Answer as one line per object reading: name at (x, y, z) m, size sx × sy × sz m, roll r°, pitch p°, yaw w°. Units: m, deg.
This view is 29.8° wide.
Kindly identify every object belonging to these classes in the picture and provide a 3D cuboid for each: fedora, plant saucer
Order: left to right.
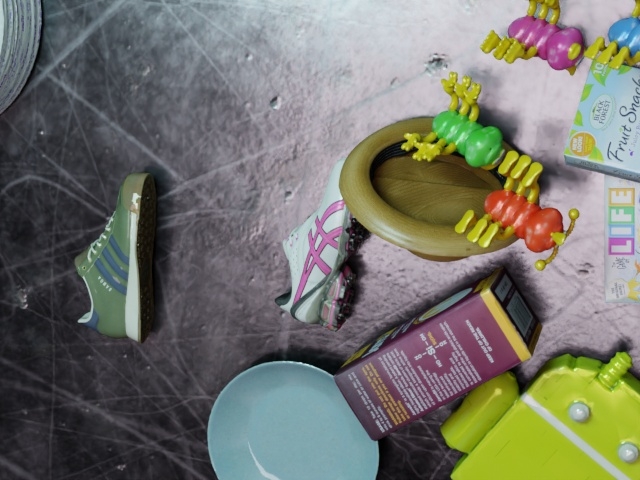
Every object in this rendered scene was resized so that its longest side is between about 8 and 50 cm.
plant saucer at (-0.027, 0.220, 1.312) m, size 0.194 × 0.037 × 0.195 m, roll 4°, pitch 103°, yaw 15°
fedora at (0.113, -0.036, 1.175) m, size 0.194 × 0.194 × 0.079 m, roll 19°, pitch 141°, yaw 12°

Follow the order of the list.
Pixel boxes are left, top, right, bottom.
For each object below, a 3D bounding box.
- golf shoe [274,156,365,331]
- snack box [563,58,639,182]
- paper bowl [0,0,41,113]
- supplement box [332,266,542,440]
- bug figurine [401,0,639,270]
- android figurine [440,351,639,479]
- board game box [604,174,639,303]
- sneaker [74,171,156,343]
golf shoe at (0.000, 0.000, 1.241) m, size 0.086 × 0.067 × 0.186 m, roll 16°, pitch 106°, yaw 14°
snack box at (0.310, -0.104, 1.121) m, size 0.141 × 0.037 × 0.100 m, roll 16°, pitch 80°, yaw 18°
paper bowl at (-0.456, -0.243, 1.282) m, size 0.284 × 0.148 × 0.284 m, roll 3°, pitch 103°, yaw 14°
supplement box at (0.119, 0.114, 1.211) m, size 0.188 × 0.104 × 0.081 m, roll -32°, pitch 91°, yaw 20°
bug figurine at (0.207, -0.119, 1.097) m, size 0.279 × 0.072 × 0.216 m, roll -53°, pitch 47°, yaw 4°
android figurine at (0.250, 0.232, 1.226) m, size 0.248 × 0.056 × 0.273 m, roll 41°, pitch 111°, yaw 5°
board game box at (0.328, -0.016, 1.163) m, size 0.103 × 0.026 × 0.154 m, roll 0°, pitch 102°, yaw 17°
sneaker at (-0.229, 0.018, 1.312) m, size 0.086 × 0.064 × 0.192 m, roll 6°, pitch 107°, yaw 10°
